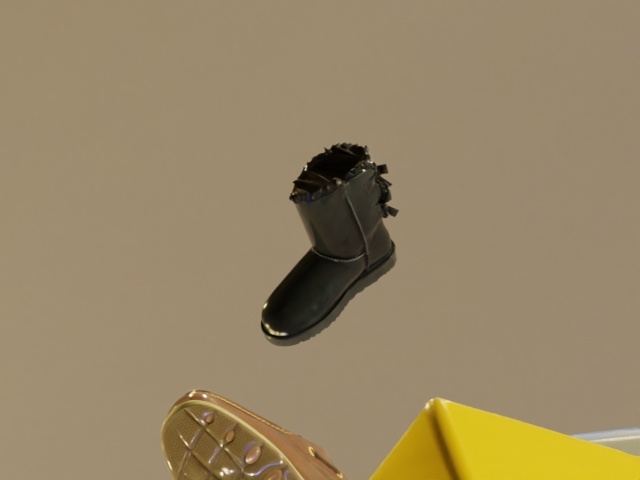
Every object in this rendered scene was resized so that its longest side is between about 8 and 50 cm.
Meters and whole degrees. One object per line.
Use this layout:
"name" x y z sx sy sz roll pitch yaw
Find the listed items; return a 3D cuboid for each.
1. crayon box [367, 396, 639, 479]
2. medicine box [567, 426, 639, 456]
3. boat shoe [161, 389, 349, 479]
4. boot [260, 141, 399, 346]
"crayon box" 0.186 0.224 0.497 0.106 0.363 0.313 -52 -145 29
"medicine box" 0.220 0.195 0.962 0.263 0.289 0.149 -16 -116 55
"boat shoe" -0.024 0.143 1.088 0.064 0.178 0.060 -39 -155 21
"boot" 0.000 0.000 1.219 0.121 0.099 0.045 -37 -133 -21
